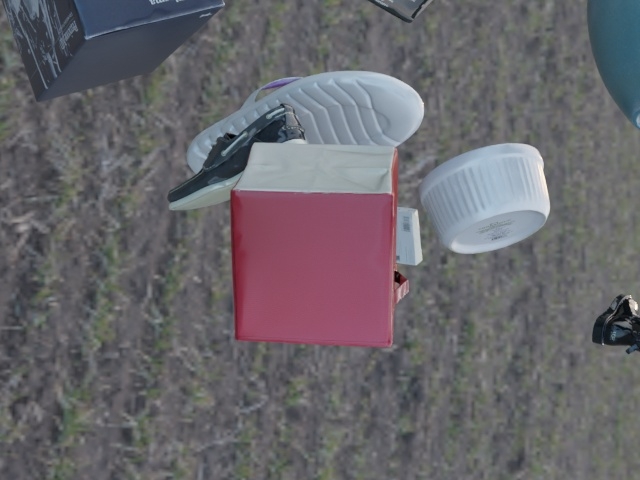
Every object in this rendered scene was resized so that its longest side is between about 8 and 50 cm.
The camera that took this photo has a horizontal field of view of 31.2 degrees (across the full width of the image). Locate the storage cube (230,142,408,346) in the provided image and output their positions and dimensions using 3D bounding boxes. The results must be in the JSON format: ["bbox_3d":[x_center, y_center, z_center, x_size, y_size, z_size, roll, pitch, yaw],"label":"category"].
[{"bbox_3d":[0.000,0.000,1.384,0.183,0.215,0.193,-76,166,-67],"label":"storage cube"}]

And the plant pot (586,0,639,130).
[{"bbox_3d":[0.522,-0.259,1.642,0.290,0.290,0.195,35,59,-53],"label":"plant pot"}]

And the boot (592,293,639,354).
[{"bbox_3d":[0.364,0.100,1.269,0.121,0.099,0.045,-24,123,-57],"label":"boot"}]

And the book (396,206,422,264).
[{"bbox_3d":[0.102,-0.014,1.960,0.035,0.144,0.096,-33,124,-48],"label":"book"}]

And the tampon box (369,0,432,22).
[{"bbox_3d":[0.079,-0.297,0.993,0.101,0.161,0.120,15,39,-50],"label":"tampon box"}]

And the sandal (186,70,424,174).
[{"bbox_3d":[-0.036,-0.189,1.747,0.169,0.416,0.102,48,41,-38],"label":"sandal"}]

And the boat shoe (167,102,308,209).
[{"bbox_3d":[-0.119,-0.107,1.575,0.084,0.233,0.079,1,65,-60],"label":"boat shoe"}]

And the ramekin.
[{"bbox_3d":[0.271,-0.061,1.847,0.207,0.207,0.109,21,48,-57],"label":"ramekin"}]

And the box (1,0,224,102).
[{"bbox_3d":[-0.296,-0.373,1.433,0.179,0.343,0.312,-20,92,-23],"label":"box"}]
